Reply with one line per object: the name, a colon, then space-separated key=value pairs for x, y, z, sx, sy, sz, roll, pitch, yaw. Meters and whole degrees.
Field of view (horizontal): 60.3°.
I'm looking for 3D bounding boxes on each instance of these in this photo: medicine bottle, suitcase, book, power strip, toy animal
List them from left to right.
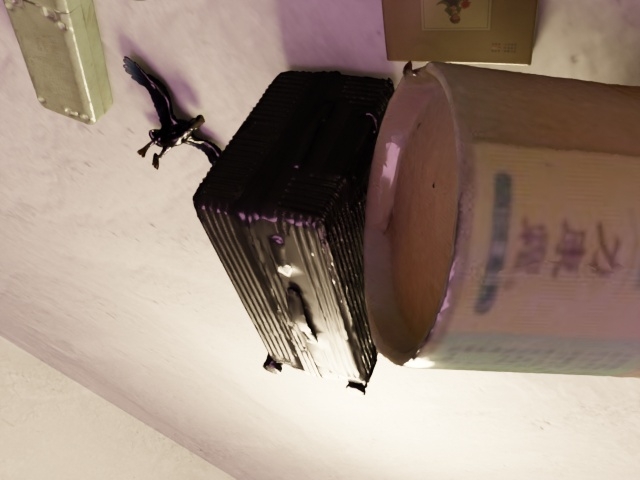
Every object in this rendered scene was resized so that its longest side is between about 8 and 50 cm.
power strip: x=-0.314 y=-0.263 z=0.642 sx=0.093 sy=0.053 sz=0.288 roll=23 pitch=145 yaw=5
toy animal: x=-0.195 y=-0.143 z=0.737 sx=0.108 sy=0.062 sz=0.220 roll=-28 pitch=121 yaw=28
suitcase: x=0.000 y=0.000 z=0.647 sx=0.152 sy=0.230 sz=0.335 roll=9 pitch=143 yaw=21
book: x=0.114 y=-0.236 z=0.456 sx=0.138 sy=0.016 sz=0.199 roll=9 pitch=142 yaw=20
medicine bottle: x=0.256 y=-0.005 z=0.457 sx=0.406 sy=0.236 sz=0.236 roll=4 pitch=146 yaw=-9
